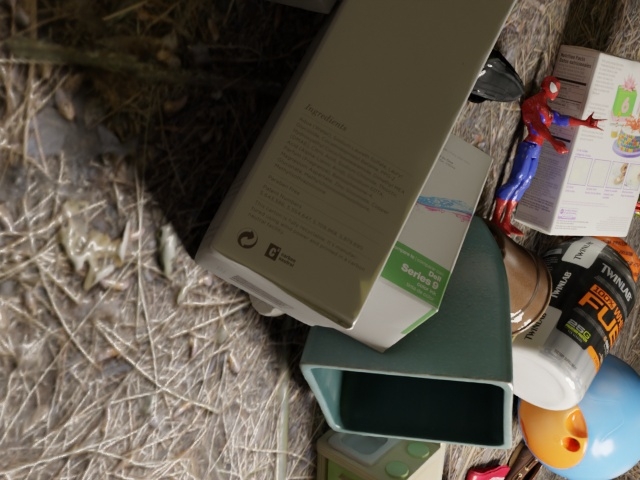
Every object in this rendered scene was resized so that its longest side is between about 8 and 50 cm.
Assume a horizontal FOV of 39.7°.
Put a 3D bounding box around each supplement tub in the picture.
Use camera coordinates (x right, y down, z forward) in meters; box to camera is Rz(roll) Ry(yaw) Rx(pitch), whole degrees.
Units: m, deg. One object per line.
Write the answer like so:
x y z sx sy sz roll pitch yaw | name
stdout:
0.486 0.146 1.749 0.338 0.207 0.207 -52 144 -26 | supplement tub

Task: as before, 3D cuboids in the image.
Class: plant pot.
0.134 0.103 1.157 0.248 0.246 0.252 71 27 -58 | plant pot
0.265 0.052 1.427 0.165 0.167 0.167 38 75 -48 | plant pot

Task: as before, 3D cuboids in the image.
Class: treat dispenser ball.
0.577 0.380 1.938 0.288 0.288 0.288 -32 133 -43 | treat dispenser ball

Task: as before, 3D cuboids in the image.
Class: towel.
0.329 0.624 1.952 0.198 0.031 0.275 15 95 -57 | towel

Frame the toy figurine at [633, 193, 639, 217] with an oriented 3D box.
0.750 -0.160 1.997 0.362 0.191 0.217 9 95 -58 | toy figurine

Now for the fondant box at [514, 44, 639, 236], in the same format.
0.510 -0.177 1.648 0.238 0.096 0.331 1 108 -38 | fondant box

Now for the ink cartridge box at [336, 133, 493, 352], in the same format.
0.095 -0.002 0.992 0.213 0.093 0.154 -66 -172 -31 | ink cartridge box

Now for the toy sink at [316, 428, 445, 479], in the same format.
0.086 0.341 1.319 0.131 0.152 0.234 -28 131 -45 | toy sink

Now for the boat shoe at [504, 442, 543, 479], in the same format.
0.455 0.573 2.071 0.207 0.073 0.073 -56 146 -17 | boat shoe

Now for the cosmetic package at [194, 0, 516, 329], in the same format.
0.032 -0.115 0.898 0.385 0.156 0.217 -61 -172 -9 | cosmetic package

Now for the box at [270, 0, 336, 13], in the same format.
-0.030 -0.286 0.840 0.087 0.102 0.101 -61 146 -9 | box

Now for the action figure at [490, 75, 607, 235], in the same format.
0.390 -0.137 1.520 0.091 0.139 0.281 -3 108 -57 | action figure

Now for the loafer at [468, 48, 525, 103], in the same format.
0.243 -0.240 1.309 0.078 0.076 0.223 -39 162 20 | loafer

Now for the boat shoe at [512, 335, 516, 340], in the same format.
0.277 0.174 1.549 0.307 0.104 0.111 -49 143 -28 | boat shoe

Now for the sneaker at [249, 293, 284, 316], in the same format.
0.000 0.000 1.062 0.232 0.090 0.115 -58 150 -15 | sneaker
